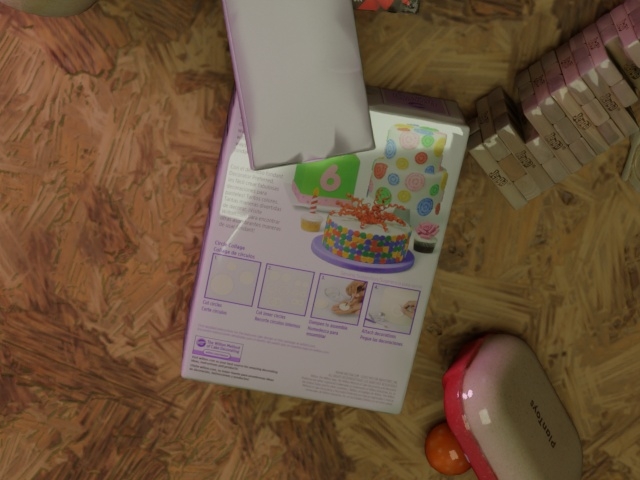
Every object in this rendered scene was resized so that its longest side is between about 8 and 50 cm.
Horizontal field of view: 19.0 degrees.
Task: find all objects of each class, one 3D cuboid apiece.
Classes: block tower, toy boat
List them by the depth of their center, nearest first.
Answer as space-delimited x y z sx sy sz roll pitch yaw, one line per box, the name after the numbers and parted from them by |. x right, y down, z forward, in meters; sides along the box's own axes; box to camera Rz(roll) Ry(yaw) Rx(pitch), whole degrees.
0.305 -0.171 1.922 0.335 0.091 0.097 -32 117 16 | block tower
0.182 0.221 2.080 0.151 0.151 0.231 -15 113 36 | toy boat

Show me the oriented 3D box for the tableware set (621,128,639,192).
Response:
0.383 -0.083 1.958 0.020 0.168 0.141 -3 128 -43 | tableware set

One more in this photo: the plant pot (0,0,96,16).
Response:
-0.236 -0.357 1.793 0.257 0.256 0.274 17 126 -9 | plant pot

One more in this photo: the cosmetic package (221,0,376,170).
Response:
-0.027 -0.194 1.835 0.127 0.107 0.238 -8 103 -2 | cosmetic package

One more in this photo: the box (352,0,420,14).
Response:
0.011 -0.375 1.874 0.201 0.057 0.293 4 110 -3 | box

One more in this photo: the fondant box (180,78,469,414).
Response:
0.000 0.000 1.995 0.238 0.096 0.330 11 110 -6 | fondant box
